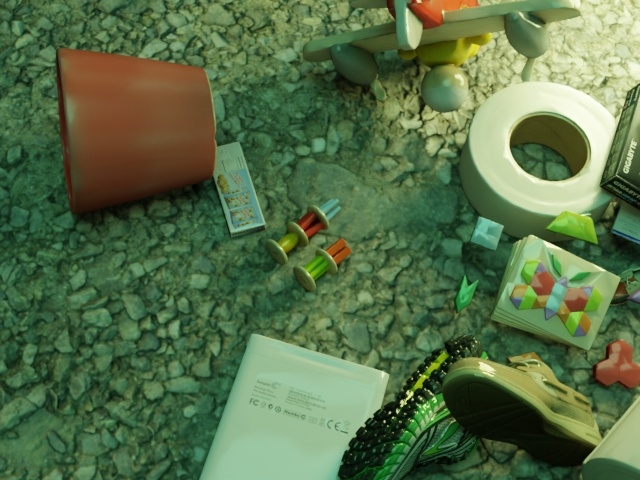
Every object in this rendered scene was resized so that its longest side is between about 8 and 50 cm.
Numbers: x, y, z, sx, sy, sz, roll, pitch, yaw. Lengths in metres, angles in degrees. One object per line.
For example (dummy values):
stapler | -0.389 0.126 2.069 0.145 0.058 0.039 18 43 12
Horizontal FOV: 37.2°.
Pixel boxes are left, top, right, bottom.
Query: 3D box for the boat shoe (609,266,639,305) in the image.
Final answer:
boat shoe | 0.536 0.071 1.627 0.137 0.043 0.049 -18 67 -11

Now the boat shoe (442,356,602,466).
boat shoe | 0.297 0.236 1.415 0.121 0.341 0.110 -25 47 35

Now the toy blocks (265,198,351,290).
toy blocks | 0.000 0.000 1.628 0.148 0.054 0.123 -40 70 -21

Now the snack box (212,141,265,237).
snack box | -0.151 -0.092 1.685 0.064 0.022 0.178 -14 64 -11

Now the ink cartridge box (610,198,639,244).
ink cartridge box | 0.650 -0.113 1.718 0.175 0.069 0.371 24 61 8

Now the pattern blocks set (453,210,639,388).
pattern blocks set | 0.386 0.091 1.562 0.324 0.026 0.286 10 83 0

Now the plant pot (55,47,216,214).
plant pot | -0.312 -0.190 1.612 0.243 0.275 0.275 -5 62 -17

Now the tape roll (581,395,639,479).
tape roll | 0.525 0.348 1.368 0.246 0.246 0.169 42 67 17

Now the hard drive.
hard drive | -0.051 0.337 1.453 0.232 0.047 0.353 16 62 5

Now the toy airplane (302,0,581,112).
toy airplane | 0.203 -0.357 1.671 0.384 0.386 0.273 -14 103 -21

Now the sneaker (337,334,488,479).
sneaker | 0.163 0.296 1.424 0.343 0.134 0.146 -41 98 -27

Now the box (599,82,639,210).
box | 0.590 -0.145 1.643 0.175 0.051 0.220 30 63 -9

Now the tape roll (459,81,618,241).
tape roll | 0.395 -0.141 1.698 0.286 0.100 0.286 2 62 -3
